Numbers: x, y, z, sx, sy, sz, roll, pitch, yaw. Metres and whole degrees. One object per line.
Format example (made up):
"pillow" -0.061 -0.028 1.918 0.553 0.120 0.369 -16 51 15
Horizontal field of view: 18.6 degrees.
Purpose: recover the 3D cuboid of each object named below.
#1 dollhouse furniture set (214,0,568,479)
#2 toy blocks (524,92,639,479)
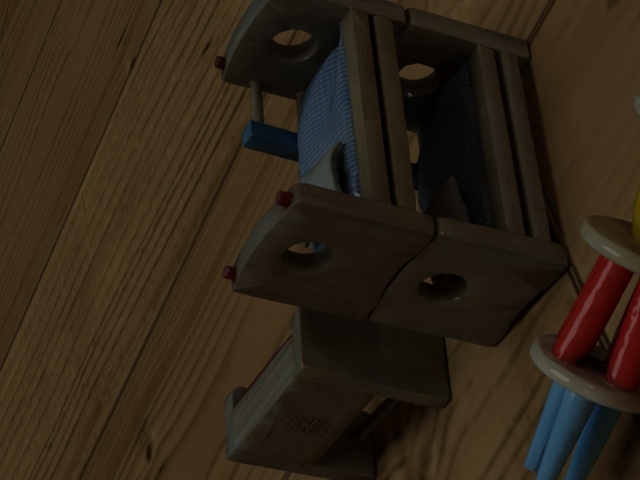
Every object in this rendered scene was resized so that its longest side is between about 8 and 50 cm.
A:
"dollhouse furniture set" 0.000 0.000 0.874 0.184 0.129 0.129 -53 32 44
"toy blocks" 0.120 0.036 0.672 0.148 0.054 0.123 -70 23 16
